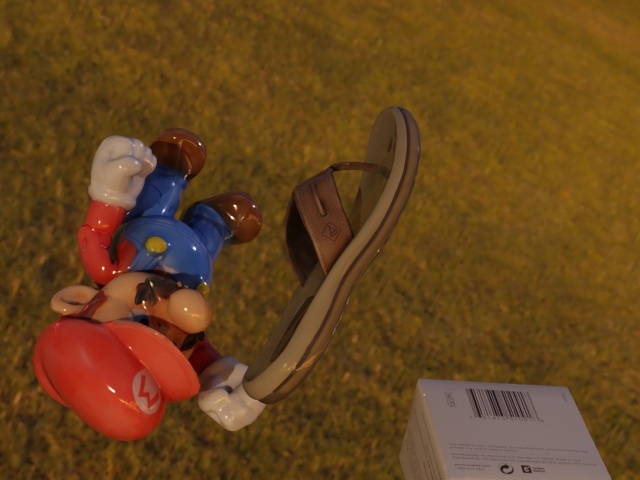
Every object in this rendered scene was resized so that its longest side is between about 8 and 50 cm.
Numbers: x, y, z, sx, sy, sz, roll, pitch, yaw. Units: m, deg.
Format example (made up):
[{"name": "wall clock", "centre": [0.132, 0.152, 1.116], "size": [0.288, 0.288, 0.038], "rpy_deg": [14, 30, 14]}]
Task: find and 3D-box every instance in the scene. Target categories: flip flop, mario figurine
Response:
[{"name": "flip flop", "centre": [0.000, 0.000, 0.983], "size": [0.080, 0.277, 0.112], "rpy_deg": [32, -17, -7]}, {"name": "mario figurine", "centre": [-0.115, 0.031, 1.010], "size": [0.198, 0.170, 0.320], "rpy_deg": [18, 38, -3]}]

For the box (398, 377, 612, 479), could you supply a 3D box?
[{"name": "box", "centre": [0.194, 0.250, 1.313], "size": [0.181, 0.119, 0.182], "rpy_deg": [4, 29, -9]}]
